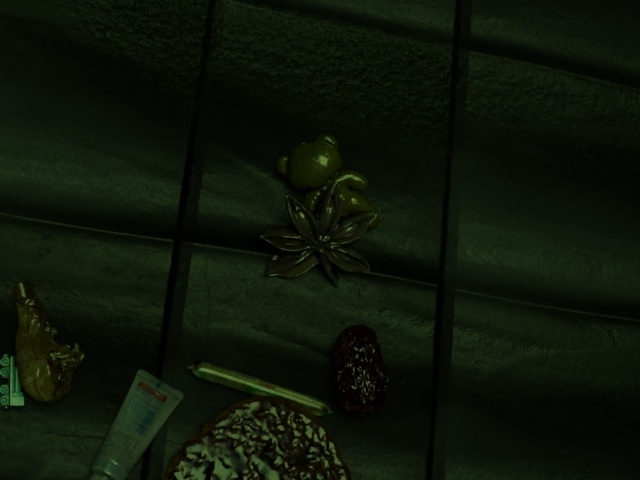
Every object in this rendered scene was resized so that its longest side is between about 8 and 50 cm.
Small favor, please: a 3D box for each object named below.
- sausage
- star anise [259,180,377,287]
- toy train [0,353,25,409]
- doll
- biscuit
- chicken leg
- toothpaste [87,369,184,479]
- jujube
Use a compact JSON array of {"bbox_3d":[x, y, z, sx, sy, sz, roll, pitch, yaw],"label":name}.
[{"bbox_3d":[-0.103,0.257,1.867,0.269,0.033,0.032,19,70,-9],"label":"sausage"},{"bbox_3d":[-0.001,-0.015,1.927,0.212,0.073,0.196,10,109,-13],"label":"star anise"},{"bbox_3d":[-0.506,0.231,1.765,0.045,0.029,0.092,3,72,-23],"label":"toy train"},{"bbox_3d":[0.020,-0.093,1.991,0.137,0.097,0.209,-32,102,9],"label":"doll"},{"bbox_3d":[-0.109,0.421,1.793,0.334,0.081,0.289,-30,83,-26],"label":"biscuit"},{"bbox_3d":[-0.454,0.163,1.769,0.101,0.085,0.207,-18,76,3],"label":"chicken leg"},{"bbox_3d":[-0.317,0.327,1.779,0.089,0.057,0.234,32,62,-6],"label":"toothpaste"},{"bbox_3d":[0.064,0.228,1.895,0.104,0.104,0.165,-3,62,-17],"label":"jujube"}]
